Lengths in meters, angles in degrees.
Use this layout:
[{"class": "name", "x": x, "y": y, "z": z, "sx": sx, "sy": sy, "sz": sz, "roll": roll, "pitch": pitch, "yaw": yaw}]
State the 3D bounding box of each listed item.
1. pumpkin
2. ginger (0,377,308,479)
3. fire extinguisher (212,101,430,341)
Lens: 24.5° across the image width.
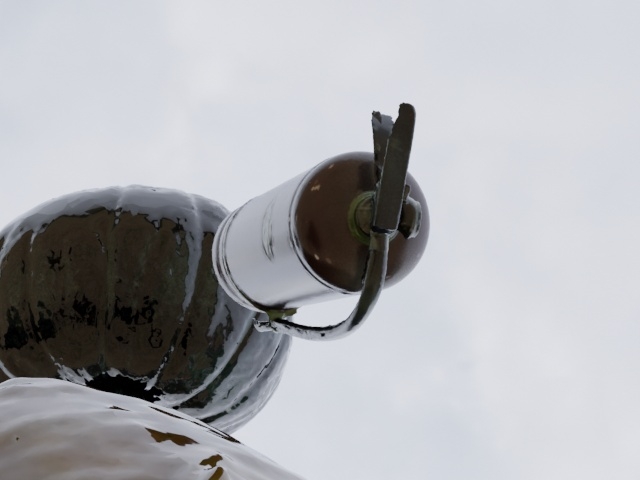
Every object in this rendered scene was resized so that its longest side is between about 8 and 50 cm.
[{"class": "pumpkin", "x": -0.139, "y": 0.090, "z": 1.069, "sx": 0.248, "sy": 0.248, "sz": 0.248, "roll": -2, "pitch": -95, "yaw": 22}, {"class": "ginger", "x": -0.072, "y": 0.151, "z": 0.445, "sx": 0.223, "sy": 0.269, "sz": 0.200, "roll": 22, "pitch": -93, "yaw": 13}, {"class": "fire extinguisher", "x": 0.000, "y": 0.000, "z": 0.474, "sx": 0.043, "sy": 0.158, "sz": 0.064, "roll": 6, "pitch": -96, "yaw": -14}]
